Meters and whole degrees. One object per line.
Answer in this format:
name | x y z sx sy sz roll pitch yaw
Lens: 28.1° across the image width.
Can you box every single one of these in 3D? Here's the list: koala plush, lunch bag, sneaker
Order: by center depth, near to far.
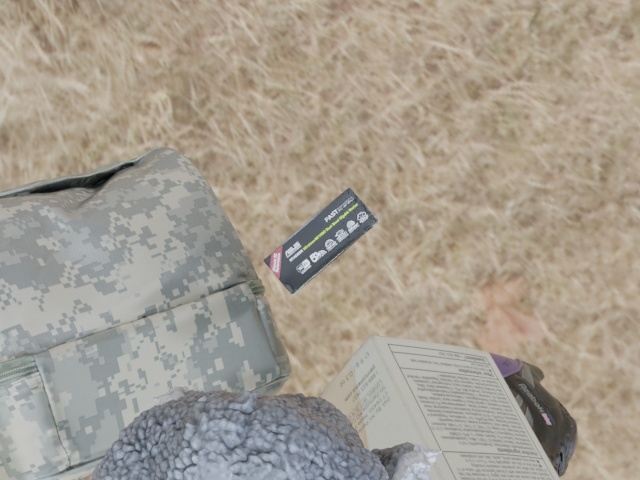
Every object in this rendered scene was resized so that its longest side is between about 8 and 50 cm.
koala plush | -0.026 0.146 0.669 0.196 0.221 0.203 12 106 9
lunch bag | -0.205 0.063 1.117 0.305 0.213 0.256 -18 87 -39
sneaker | 0.203 0.200 1.230 0.124 0.283 0.107 5 123 -13

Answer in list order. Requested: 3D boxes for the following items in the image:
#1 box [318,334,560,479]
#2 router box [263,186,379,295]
box | 0.116 0.233 0.998 0.148 0.311 0.121 13 128 -36
router box | 0.000 0.000 1.065 0.092 0.122 0.038 -40 91 -1
